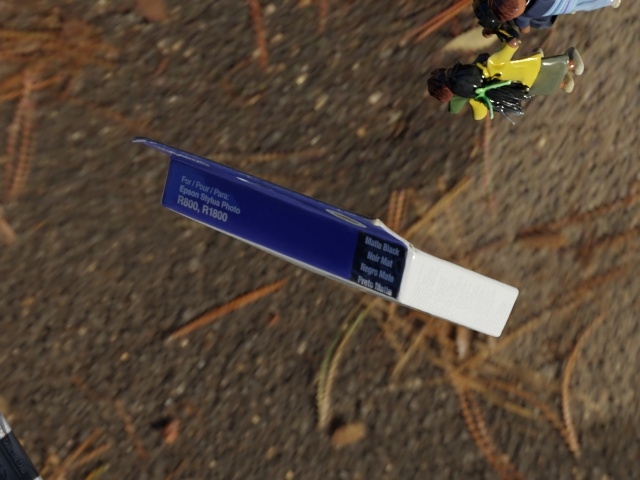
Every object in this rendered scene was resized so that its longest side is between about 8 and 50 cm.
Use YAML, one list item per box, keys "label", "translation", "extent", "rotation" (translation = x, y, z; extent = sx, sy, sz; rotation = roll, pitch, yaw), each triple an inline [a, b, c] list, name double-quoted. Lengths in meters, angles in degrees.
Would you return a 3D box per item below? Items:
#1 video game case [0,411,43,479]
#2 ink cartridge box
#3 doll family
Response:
- label: "video game case"
  translation: [-0.348, 0.271, 1.519]
  extent: [0.026, 0.274, 0.196]
  rotation: [25, 153, 28]
- label: "ink cartridge box"
  translation: [0.000, 0.000, 1.282]
  extent: [0.223, 0.224, 0.045]
  rotation: [21, 88, 34]
- label: "doll family"
  translation: [0.140, -0.144, 1.266]
  extent: [0.076, 0.111, 0.193]
  rotation: [61, 145, 34]
